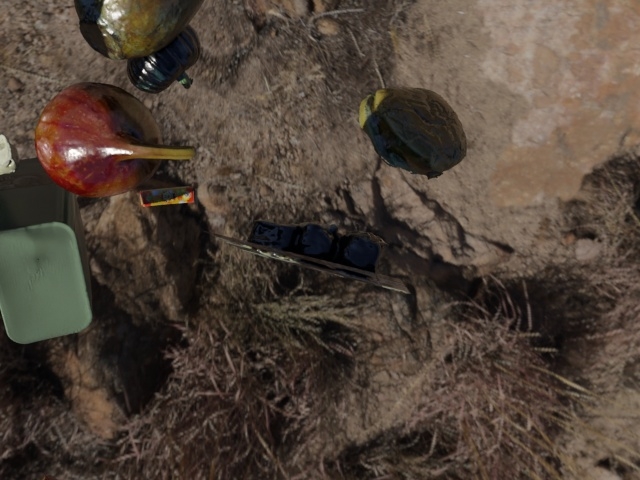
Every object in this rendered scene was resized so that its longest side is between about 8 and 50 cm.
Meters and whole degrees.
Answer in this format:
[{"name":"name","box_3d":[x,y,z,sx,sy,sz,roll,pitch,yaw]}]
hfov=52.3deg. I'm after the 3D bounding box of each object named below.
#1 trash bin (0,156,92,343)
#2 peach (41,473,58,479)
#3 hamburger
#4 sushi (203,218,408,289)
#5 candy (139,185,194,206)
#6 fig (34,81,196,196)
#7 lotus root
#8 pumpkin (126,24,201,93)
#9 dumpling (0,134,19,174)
[{"name":"trash bin","box_3d":[-0.497,0.003,1.160,0.158,0.343,0.223,-12,116,-22]},{"name":"peach","box_3d":[-0.399,0.385,0.932,0.050,0.083,0.077,28,124,-14]},{"name":"hamburger","box_3d":[0.245,-0.286,1.650,0.134,0.285,0.265,-35,75,40]},{"name":"sushi","box_3d":[0.000,0.000,1.269,0.373,0.296,0.100,14,84,13]},{"name":"candy","box_3d":[-0.371,-0.107,1.575,0.122,0.062,0.038,-8,99,-20]},{"name":"fig","box_3d":[-0.292,-0.135,0.896,0.175,0.207,0.175,-9,108,-31]},{"name":"lotus root","box_3d":[-0.359,-0.537,1.350,0.250,0.250,0.346,33,74,-19]},{"name":"pumpkin","box_3d":[-0.369,-0.433,1.533,0.150,0.194,0.194,35,106,4]},{"name":"dumpling","box_3d":[-0.494,-0.135,1.014,0.043,0.077,0.059,-15,82,-23]}]
